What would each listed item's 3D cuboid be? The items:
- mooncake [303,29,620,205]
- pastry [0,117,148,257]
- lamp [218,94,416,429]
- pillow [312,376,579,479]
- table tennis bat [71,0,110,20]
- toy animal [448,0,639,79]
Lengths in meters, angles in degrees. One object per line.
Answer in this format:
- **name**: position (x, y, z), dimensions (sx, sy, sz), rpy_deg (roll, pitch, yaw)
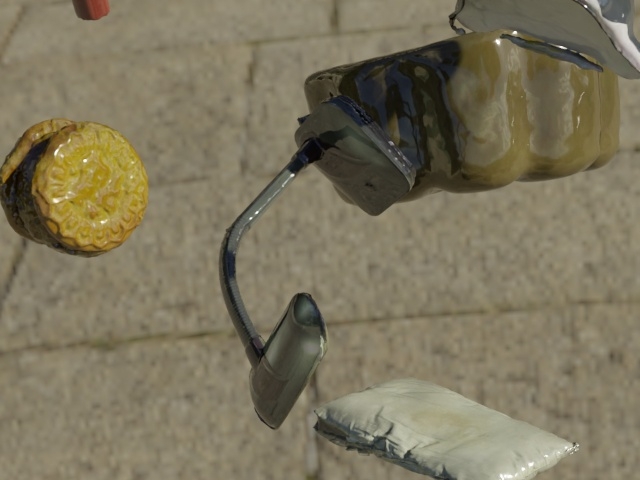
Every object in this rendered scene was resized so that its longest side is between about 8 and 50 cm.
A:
- **mooncake**: position (0.177, -0.150, 2.111), dimensions (0.378, 0.200, 0.378), rpy_deg (-13, 4, 1)
- **pastry**: position (-0.175, -0.038, 1.243), dimensions (0.109, 0.097, 0.057), rpy_deg (11, -3, -42)
- **lamp**: position (-0.007, -0.002, 1.503), dimensions (0.124, 0.203, 0.283), rpy_deg (31, 63, -10)
- **pillow**: position (0.120, 0.195, 1.716), dimensions (0.148, 0.050, 0.230), rpy_deg (-27, 35, -37)
- **table tennis bat**: position (-0.268, -0.361, 1.768), dimensions (0.038, 0.310, 0.200), rpy_deg (-26, 44, -16)
- **toy animal**: position (0.242, -0.308, 1.637), dimensions (0.249, 0.174, 0.289), rpy_deg (2, 64, 12)
